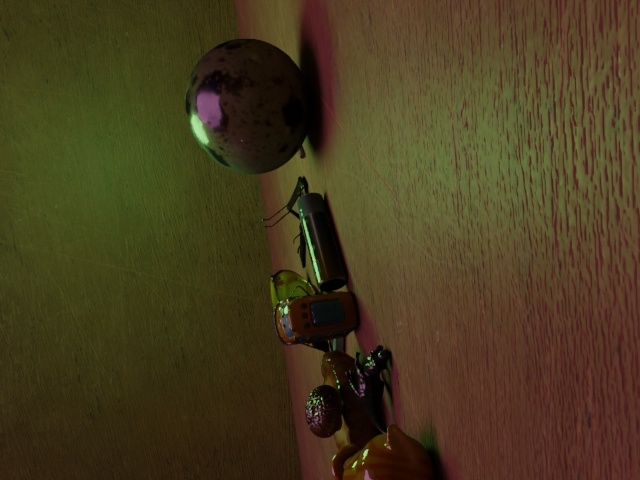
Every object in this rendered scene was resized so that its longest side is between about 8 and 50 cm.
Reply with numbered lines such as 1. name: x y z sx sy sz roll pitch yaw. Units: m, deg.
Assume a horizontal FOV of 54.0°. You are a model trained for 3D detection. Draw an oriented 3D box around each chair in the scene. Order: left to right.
1. chair: -0.080 -0.096 2.111 0.213 0.149 0.174 -54 16 7
2. chair: -0.015 0.276 2.043 0.145 0.221 0.140 -54 18 6

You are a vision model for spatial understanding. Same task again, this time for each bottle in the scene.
1. bottle: 0.000 0.000 1.726 0.082 0.082 0.286 96 162 -57

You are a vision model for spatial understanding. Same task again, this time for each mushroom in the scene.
1. mushroom: 0.007 0.403 1.481 0.126 0.085 0.109 -145 46 -63

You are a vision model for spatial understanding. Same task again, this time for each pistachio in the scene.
1. pistachio: -0.019 0.216 2.146 0.089 0.049 0.172 23 123 52

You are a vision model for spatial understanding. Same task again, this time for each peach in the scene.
1. peach: -0.104 0.229 2.318 0.267 0.159 0.154 -116 29 -53

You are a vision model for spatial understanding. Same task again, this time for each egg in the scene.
1. egg: -0.192 -0.357 1.748 0.428 0.345 0.345 71 -175 -64

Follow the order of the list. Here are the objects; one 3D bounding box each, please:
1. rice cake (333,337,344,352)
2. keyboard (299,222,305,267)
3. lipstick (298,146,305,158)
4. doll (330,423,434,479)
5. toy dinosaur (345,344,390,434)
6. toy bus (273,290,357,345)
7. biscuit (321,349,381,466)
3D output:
1. rice cake: 0.053 0.269 1.828 0.042 0.030 0.180 -105 12 -50
2. keyboard: -0.068 0.021 2.352 0.204 0.013 0.061 92 166 -50
3. lipstick: -0.068 -0.297 2.030 0.094 0.019 0.019 -108 13 -45
4. doll: 0.129 0.454 1.197 0.269 0.162 0.166 118 158 -58
5. toy dinosaur: 0.116 0.331 1.354 0.179 0.087 0.187 -110 13 -53
6. toy bus: -0.007 0.195 1.612 0.136 0.210 0.126 140 122 -67
7. biscuit: 0.080 0.440 1.614 0.326 0.107 0.325 171 90 -82
